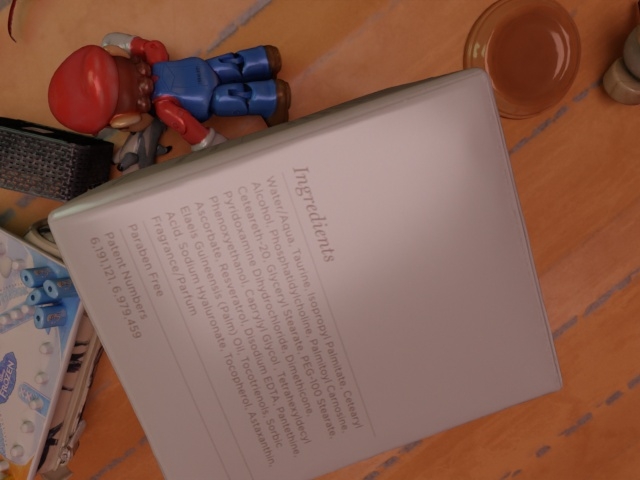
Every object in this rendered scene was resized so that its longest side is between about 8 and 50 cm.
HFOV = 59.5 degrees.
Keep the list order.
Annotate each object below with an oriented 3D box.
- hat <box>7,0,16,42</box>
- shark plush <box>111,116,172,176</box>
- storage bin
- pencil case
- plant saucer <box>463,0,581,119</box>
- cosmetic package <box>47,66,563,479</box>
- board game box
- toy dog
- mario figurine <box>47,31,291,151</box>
[{"bbox_3d":[-0.414,-0.442,0.781,0.173,0.183,0.208,40,53,-8],"label":"hat"},{"bbox_3d":[-0.265,-0.152,0.875,0.067,0.073,0.161,32,77,-33],"label":"shark plush"},{"bbox_3d":[-0.406,-0.119,0.802,0.180,0.122,0.084,14,102,-2],"label":"storage bin"},{"bbox_3d":[-0.404,0.159,0.859,0.184,0.160,0.409,22,100,8],"label":"pencil case"},{"bbox_3d":[0.335,-0.298,0.911,0.200,0.037,0.199,-2,103,-7],"label":"plant saucer"},{"bbox_3d":[-0.011,0.028,0.646,0.394,0.329,0.327,-19,103,-1],"label":"cosmetic package"},{"bbox_3d":[-0.535,0.154,0.799,0.390,0.050,0.389,24,101,19],"label":"board game box"},{"bbox_3d":[0.619,-0.302,0.888,0.334,0.220,0.160,16,70,-19],"label":"toy dog"},{"bbox_3d":[-0.216,-0.203,0.810,0.321,0.198,0.170,-7,123,-18],"label":"mario figurine"}]
